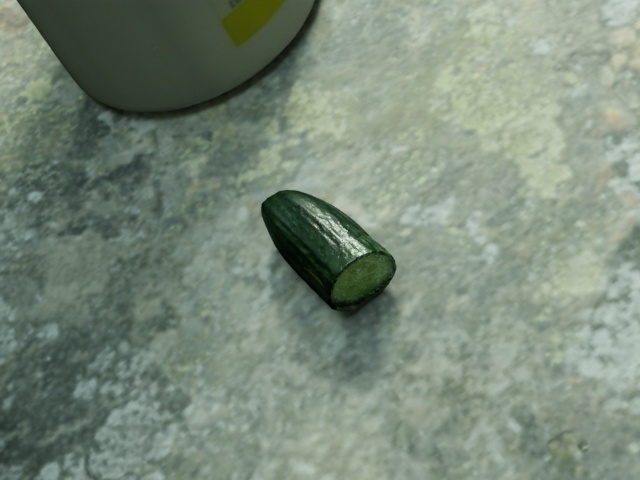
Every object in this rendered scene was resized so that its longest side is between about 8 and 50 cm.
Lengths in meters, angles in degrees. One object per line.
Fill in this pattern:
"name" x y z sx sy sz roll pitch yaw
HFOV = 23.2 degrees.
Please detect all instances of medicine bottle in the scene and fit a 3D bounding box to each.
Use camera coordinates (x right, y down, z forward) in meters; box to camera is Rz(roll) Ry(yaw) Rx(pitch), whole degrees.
"medicine bottle" -0.150 -0.264 1.021 0.208 0.340 0.208 -13 51 16

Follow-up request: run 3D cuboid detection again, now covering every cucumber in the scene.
"cucumber" 0.000 0.000 0.943 0.048 0.048 0.105 -40 46 -7
